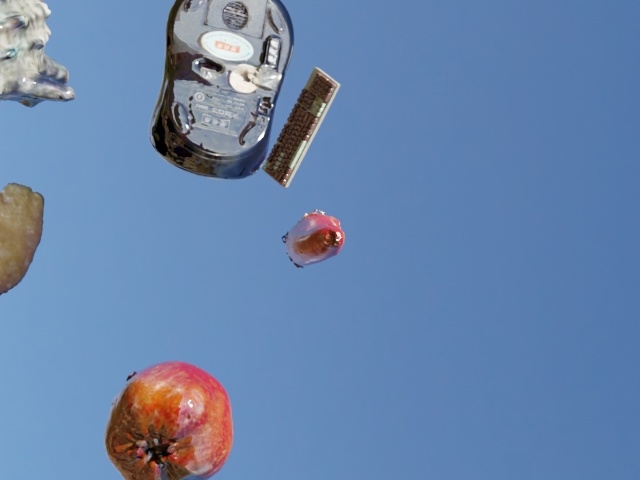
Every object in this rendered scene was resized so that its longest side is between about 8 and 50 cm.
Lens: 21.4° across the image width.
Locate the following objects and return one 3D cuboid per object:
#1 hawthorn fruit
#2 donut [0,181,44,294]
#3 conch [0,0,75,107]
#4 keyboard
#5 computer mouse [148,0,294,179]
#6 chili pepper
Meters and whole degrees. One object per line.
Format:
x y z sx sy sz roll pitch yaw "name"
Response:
-0.210 0.251 2.360 0.202 0.185 0.185 -79 179 -65 "hawthorn fruit"
-0.537 -0.071 1.861 0.163 0.377 0.435 -37 -91 31 "donut"
-0.344 -0.158 1.477 0.186 0.241 0.313 58 16 -30 "conch"
-0.030 -0.156 2.327 0.055 0.017 0.166 42 -68 37 "keyboard"
-0.107 -0.165 1.776 0.096 0.137 0.233 113 -10 -66 "computer mouse"
0.004 -0.001 2.298 0.065 0.088 0.169 45 -7 -9 "chili pepper"
